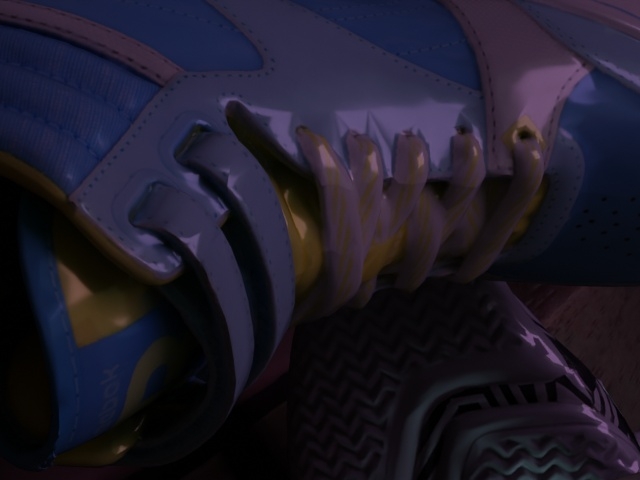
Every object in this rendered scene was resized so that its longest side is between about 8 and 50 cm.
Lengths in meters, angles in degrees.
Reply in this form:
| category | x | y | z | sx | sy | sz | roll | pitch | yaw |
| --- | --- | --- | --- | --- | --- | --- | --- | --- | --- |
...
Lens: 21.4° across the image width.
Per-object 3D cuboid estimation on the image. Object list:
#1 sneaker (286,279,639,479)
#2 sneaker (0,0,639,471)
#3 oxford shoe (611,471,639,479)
| category | x | y | z | sx | sy | sz | roll | pitch | yaw |
| --- | --- | --- | --- | --- | --- | --- | --- | --- | --- |
| sneaker | 0.096 | 0.127 | 0.764 | 0.366 | 0.137 | 0.210 | 60 | 13 | -21 |
| sneaker | 0.000 | 0.000 | 0.510 | 0.208 | 0.319 | 0.127 | -87 | -170 | -51 |
| oxford shoe | 0.101 | 0.176 | 0.507 | 0.449 | 0.169 | 0.130 | -18 | 122 | -53 |
